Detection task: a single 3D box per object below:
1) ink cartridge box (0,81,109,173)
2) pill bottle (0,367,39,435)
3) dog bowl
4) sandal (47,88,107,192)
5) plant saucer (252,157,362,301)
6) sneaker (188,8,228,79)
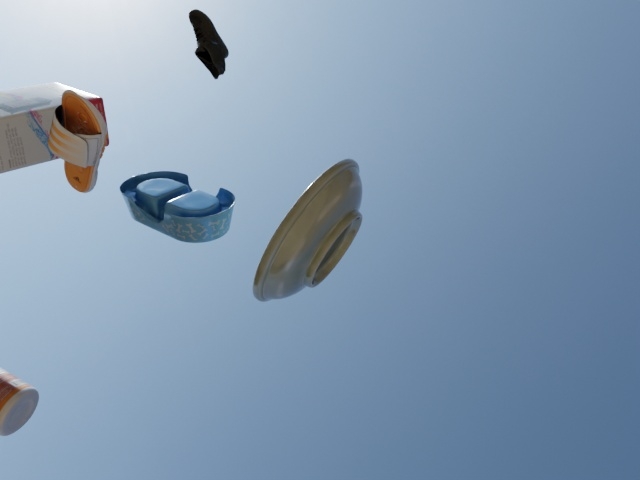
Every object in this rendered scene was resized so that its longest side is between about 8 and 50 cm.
[{"bbox_3d":[-0.693,-0.269,1.321,0.226,0.306,0.131,23,-58,31],"label":"ink cartridge box"},{"bbox_3d":[-0.782,0.352,1.319,0.216,0.121,0.121,25,-79,11],"label":"pill bottle"},{"bbox_3d":[-0.324,-0.078,1.289,0.297,0.166,0.074,22,-55,30],"label":"dog bowl"},{"bbox_3d":[-0.490,-0.173,1.126,0.102,0.076,0.265,32,-43,4],"label":"sandal"},{"bbox_3d":[0.000,0.000,1.338,0.100,0.400,0.400,35,-74,13],"label":"plant saucer"},{"bbox_3d":[-0.291,-0.498,1.434,0.051,0.089,0.170,-21,-66,39],"label":"sneaker"}]
